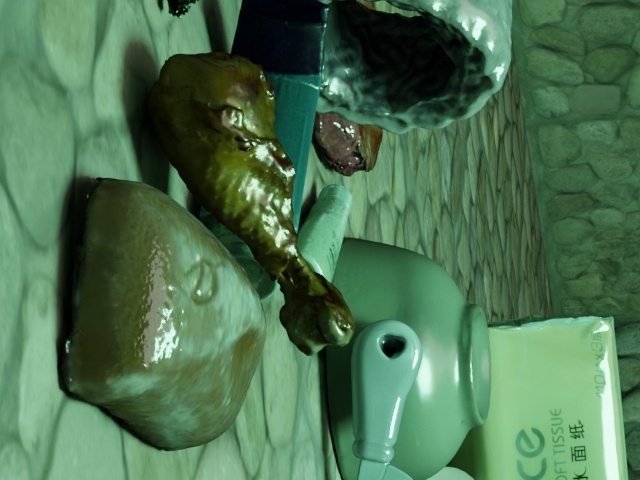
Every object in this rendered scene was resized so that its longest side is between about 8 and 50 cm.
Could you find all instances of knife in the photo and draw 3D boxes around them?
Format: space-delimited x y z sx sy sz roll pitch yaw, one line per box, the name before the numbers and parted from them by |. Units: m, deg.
knife | 0.060 0.244 1.727 0.044 0.080 0.331 140 -44 -79

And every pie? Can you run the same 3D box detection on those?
pie | 0.029 -0.174 1.851 0.204 0.054 0.218 71 20 -49

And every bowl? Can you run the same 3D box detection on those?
bowl | 0.105 0.135 1.889 0.289 0.146 0.289 -3 90 -77

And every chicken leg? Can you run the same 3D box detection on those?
chicken leg | -0.047 -0.025 1.270 0.251 0.087 0.107 64 26 -13

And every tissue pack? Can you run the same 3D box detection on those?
tissue pack | 0.253 0.299 2.206 0.332 0.205 0.404 160 -73 -81

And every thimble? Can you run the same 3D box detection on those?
thimble | 0.065 -0.221 1.638 0.245 0.217 0.157 34 44 -31

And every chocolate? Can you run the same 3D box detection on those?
chocolate | -0.090 0.053 1.179 0.261 0.083 0.161 49 40 -71

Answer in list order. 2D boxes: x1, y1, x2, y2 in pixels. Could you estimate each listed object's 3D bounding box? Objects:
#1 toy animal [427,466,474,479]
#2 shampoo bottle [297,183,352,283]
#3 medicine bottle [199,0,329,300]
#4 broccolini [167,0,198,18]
toy animal | 0.140 0.356 2.067 0.127 0.131 0.181 -22 147 -42
shampoo bottle | 0.000 0.000 1.696 0.190 0.041 0.069 -70 148 -62
medicine bottle | -0.047 -0.076 1.402 0.124 0.079 0.258 104 -5 -52
broccolini | -0.091 -0.218 1.403 0.057 0.071 0.254 44 8 0
